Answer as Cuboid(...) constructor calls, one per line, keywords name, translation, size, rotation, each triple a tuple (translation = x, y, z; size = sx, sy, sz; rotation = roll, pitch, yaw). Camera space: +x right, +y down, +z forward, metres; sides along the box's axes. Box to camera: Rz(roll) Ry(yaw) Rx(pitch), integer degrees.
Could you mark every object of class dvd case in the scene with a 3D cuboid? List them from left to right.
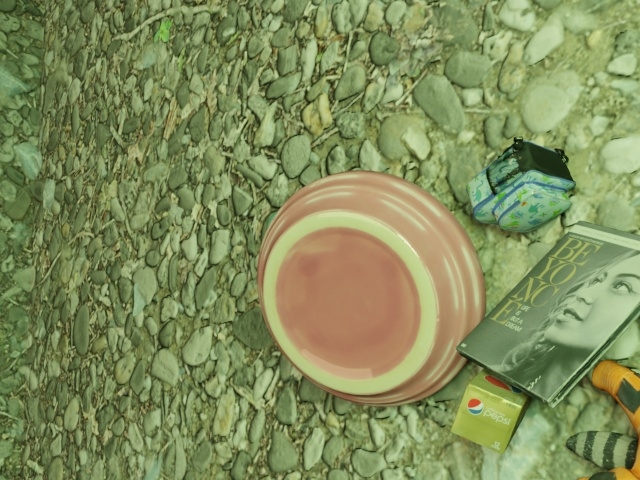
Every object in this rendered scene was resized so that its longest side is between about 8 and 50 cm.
Cuboid(name="dvd case", translation=(0.270, 0.070, 0.874), size=(0.221, 0.018, 0.164), rotation=(-43, 25, -10))

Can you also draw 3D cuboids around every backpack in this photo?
Cuboid(name="backpack", translation=(0.242, -0.059, 0.986), size=(0.114, 0.105, 0.084), rotation=(-37, 55, 43))

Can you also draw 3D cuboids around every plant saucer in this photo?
Cuboid(name="plant saucer", translation=(0.050, 0.075, 1.074), size=(0.332, 0.084, 0.332), rotation=(7, 107, 25))

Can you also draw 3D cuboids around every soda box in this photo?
Cuboid(name="soda box", translation=(0.203, 0.184, 0.915), size=(0.061, 0.181, 0.058), rotation=(21, 99, 19))

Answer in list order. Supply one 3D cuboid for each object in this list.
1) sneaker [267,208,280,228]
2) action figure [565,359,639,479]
Cuboid(name="sneaker", translation=(0.000, 0.000, 1.237), size=(0.275, 0.110, 0.107), rotation=(24, 99, 48))
Cuboid(name="action figure", translation=(0.380, 0.173, 0.788), size=(0.330, 0.178, 0.341), rotation=(6, 56, 43))
